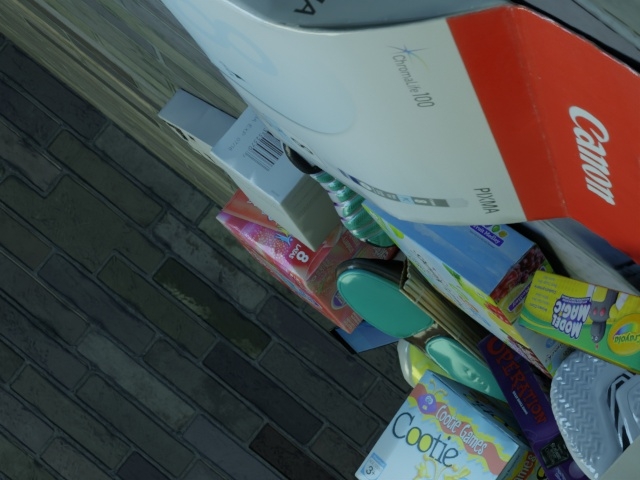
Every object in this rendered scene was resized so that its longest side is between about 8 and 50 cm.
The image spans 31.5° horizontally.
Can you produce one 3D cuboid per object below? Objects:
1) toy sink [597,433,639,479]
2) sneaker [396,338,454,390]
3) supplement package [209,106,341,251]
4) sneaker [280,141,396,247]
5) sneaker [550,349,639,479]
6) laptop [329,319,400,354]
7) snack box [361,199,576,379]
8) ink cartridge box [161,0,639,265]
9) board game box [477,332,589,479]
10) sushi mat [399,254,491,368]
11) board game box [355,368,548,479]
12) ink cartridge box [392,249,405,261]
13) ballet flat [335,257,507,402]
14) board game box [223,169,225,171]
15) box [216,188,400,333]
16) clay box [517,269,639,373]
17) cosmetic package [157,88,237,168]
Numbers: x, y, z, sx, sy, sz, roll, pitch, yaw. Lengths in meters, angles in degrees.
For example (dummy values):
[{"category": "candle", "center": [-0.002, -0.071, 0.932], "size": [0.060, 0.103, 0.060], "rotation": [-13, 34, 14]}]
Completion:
[{"category": "toy sink", "center": [0.357, 0.229, 0.885], "size": [0.234, 0.153, 0.131], "rotation": [41, 177, 31]}, {"category": "sneaker", "center": [0.289, 0.232, 1.679], "size": [0.385, 0.145, 0.147], "rotation": [31, 165, -11]}, {"category": "supplement package", "center": [-0.030, -0.078, 1.256], "size": [0.105, 0.105, 0.179], "rotation": [36, 173, 20]}, {"category": "sneaker", "center": [0.028, -0.082, 1.128], "size": [0.223, 0.083, 0.098], "rotation": [48, -167, -46]}, {"category": "sneaker", "center": [0.378, 0.247, 1.067], "size": [0.366, 0.137, 0.210], "rotation": [38, 177, 29]}, {"category": "laptop", "center": [0.179, 0.220, 2.168], "size": [0.264, 0.136, 0.234], "rotation": [37, 175, 20]}, {"category": "snack box", "center": [0.154, 0.029, 1.091], "size": [0.174, 0.070, 0.207], "rotation": [39, 175, 38]}, {"category": "ink cartridge box", "center": [0.073, -0.070, 0.736], "size": [0.385, 0.091, 0.308], "rotation": [37, 175, 27]}, {"category": "board game box", "center": [0.300, 0.249, 1.150], "size": [0.208, 0.056, 0.346], "rotation": [30, -154, -44]}, {"category": "sushi mat", "center": [0.205, 0.106, 1.307], "size": [0.316, 0.019, 0.151], "rotation": [41, -153, -20]}, {"category": "board game box", "center": [0.193, 0.265, 1.255], "size": [0.144, 0.142, 0.275], "rotation": [38, -173, 40]}, {"category": "ink cartridge box", "center": [0.178, 0.116, 1.560], "size": [0.208, 0.087, 0.153], "rotation": [37, 172, 21]}, {"category": "ballet flat", "center": [0.130, 0.087, 1.333], "size": [0.280, 0.096, 0.095], "rotation": [40, 136, -22]}, {"category": "board game box", "center": [-0.133, -0.117, 2.023], "size": [0.103, 0.026, 0.154], "rotation": [41, 174, -23]}, {"category": "box", "center": [0.000, 0.000, 1.501], "size": [0.154, 0.142, 0.300], "rotation": [36, 174, 19]}, {"category": "clay box", "center": [0.247, 0.075, 0.804], "size": [0.128, 0.053, 0.222], "rotation": [20, -179, -15]}, {"category": "cosmetic package", "center": [-0.143, -0.145, 1.680], "size": [0.099, 0.060, 0.239], "rotation": [42, 174, -40]}]
